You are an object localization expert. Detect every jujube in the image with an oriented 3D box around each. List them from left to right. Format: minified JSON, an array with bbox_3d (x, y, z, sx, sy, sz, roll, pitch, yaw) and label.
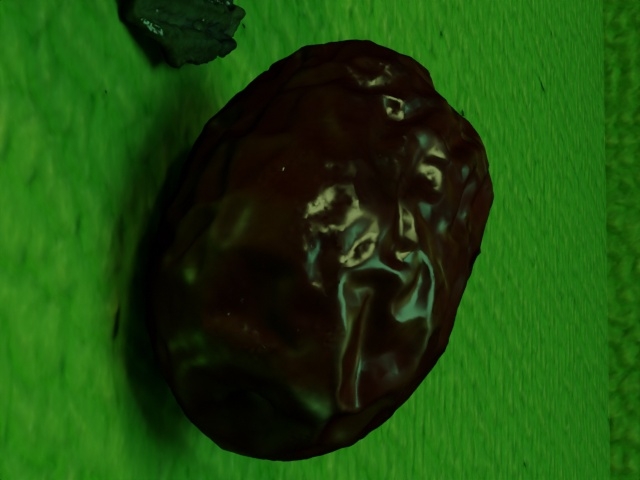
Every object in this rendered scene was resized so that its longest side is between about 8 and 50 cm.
[{"bbox_3d":[0.000,0.000,0.975,0.250,0.174,0.174,-62,145,-43],"label":"jujube"}]

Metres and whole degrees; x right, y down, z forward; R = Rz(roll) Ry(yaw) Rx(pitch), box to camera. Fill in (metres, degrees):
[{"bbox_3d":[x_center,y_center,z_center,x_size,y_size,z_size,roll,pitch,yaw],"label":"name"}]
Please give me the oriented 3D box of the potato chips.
[{"bbox_3d":[-0.066,-0.141,1.018,0.207,0.028,0.092,-19,105,-71],"label":"potato chips"}]
